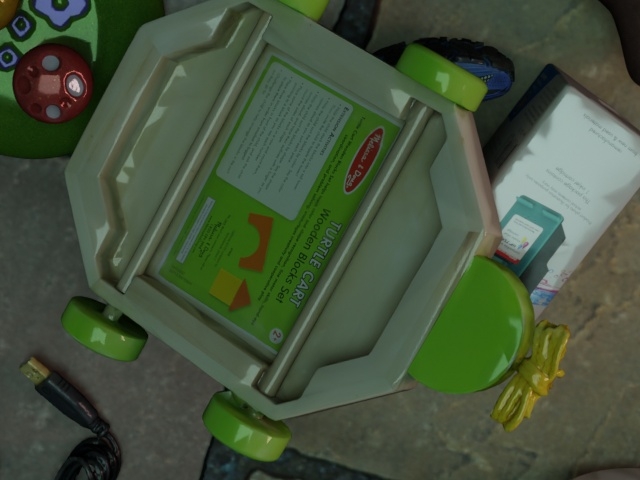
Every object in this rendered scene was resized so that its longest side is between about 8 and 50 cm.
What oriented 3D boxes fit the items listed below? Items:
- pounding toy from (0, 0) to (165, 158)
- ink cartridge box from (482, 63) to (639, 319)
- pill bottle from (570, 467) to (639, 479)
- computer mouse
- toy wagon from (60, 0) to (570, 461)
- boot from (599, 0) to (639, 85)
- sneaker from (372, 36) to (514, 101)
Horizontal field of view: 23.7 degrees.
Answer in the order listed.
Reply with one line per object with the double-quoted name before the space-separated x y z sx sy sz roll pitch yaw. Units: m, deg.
"pounding toy" -0.187 -0.160 0.984 0.182 0.110 0.237 16 102 -6
"ink cartridge box" 0.114 0.004 0.997 0.078 0.134 0.231 35 102 -5
"pill bottle" 0.218 0.290 1.049 0.136 0.136 0.246 -3 102 4
"computer mouse" -0.274 0.141 1.086 0.262 0.060 0.184 41 102 -6
"toy wagon" 0.000 0.000 0.927 0.344 0.068 0.267 32 100 20
"boot" 0.127 -0.203 0.994 0.206 0.090 0.248 -10 103 18
"sneaker" 0.028 -0.073 1.022 0.221 0.083 0.087 -19 107 16
